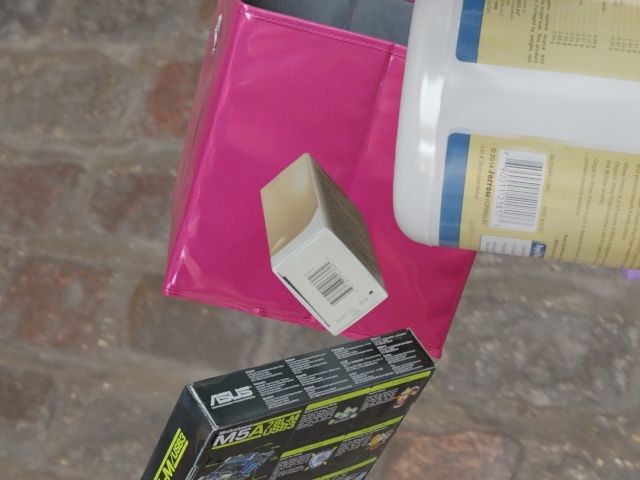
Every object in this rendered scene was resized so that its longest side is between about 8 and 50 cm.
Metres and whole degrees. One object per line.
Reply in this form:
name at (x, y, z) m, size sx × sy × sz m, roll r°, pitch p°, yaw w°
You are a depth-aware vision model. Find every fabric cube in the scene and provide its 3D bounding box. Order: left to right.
fabric cube at (0.012, -0.086, 1.247) m, size 0.254 × 0.259 × 0.258 m, roll -100°, pitch 25°, yaw -67°

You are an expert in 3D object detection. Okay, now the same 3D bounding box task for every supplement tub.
supplement tub at (0.141, -0.058, 0.668) m, size 0.200 × 0.144 × 0.144 m, roll 8°, pitch 74°, yaw 7°

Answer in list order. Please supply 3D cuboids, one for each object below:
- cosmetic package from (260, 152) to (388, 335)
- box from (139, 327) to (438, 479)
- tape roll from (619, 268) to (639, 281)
cosmetic package at (0.000, 0.000, 0.828) m, size 0.041 × 0.060 × 0.115 m, roll -38°, pitch 22°, yaw 11°
box at (-0.033, 0.149, 0.971) m, size 0.045 × 0.191 × 0.184 m, roll 53°, pitch 136°, yaw 31°
tape roll at (0.297, -0.104, 1.280) m, size 0.090 × 0.275 × 0.274 m, roll -10°, pitch 67°, yaw 8°
